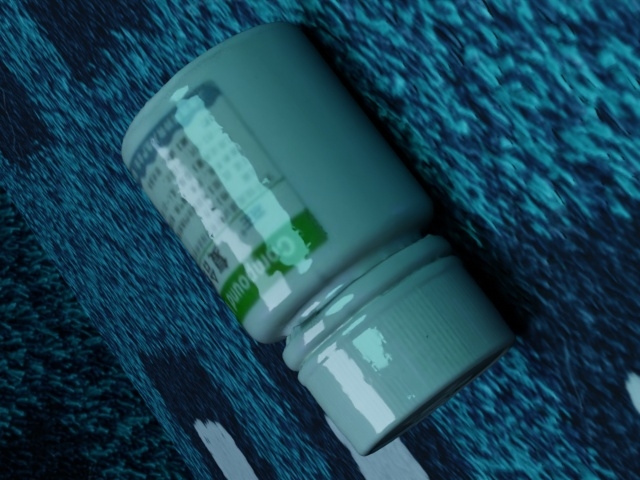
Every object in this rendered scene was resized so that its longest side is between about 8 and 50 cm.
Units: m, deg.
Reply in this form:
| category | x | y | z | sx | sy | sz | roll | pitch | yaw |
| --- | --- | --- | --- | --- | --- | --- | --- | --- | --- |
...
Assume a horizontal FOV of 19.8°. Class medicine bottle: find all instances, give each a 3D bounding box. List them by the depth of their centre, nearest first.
| category | x | y | z | sx | sy | sz | roll | pitch | yaw |
| --- | --- | --- | --- | --- | --- | --- | --- | --- | --- |
| medicine bottle | 0.000 | 0.000 | 1.079 | 0.237 | 0.139 | 0.139 | 53 | 165 | 9 |
